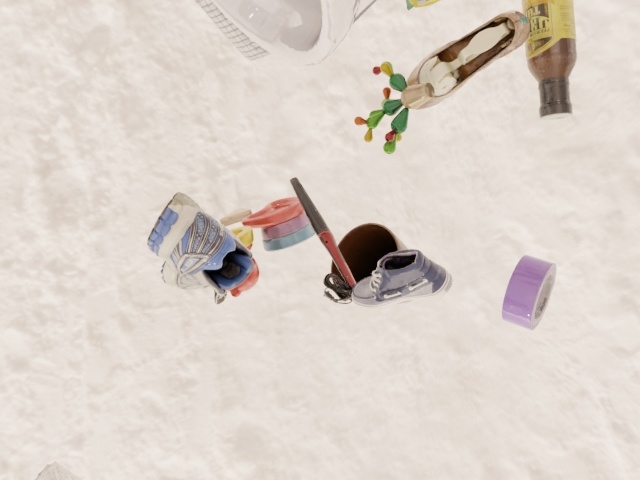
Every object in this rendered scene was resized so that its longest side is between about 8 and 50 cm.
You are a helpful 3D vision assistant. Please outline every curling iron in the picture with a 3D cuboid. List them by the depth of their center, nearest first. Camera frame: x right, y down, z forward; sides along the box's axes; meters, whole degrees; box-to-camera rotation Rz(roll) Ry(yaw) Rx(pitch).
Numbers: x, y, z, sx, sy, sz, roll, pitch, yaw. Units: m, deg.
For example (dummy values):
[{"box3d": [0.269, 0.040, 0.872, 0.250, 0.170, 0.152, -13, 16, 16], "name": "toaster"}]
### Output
[{"box3d": [0.000, 0.000, 1.306, 0.068, 0.035, 0.274, -21, 87, -13], "name": "curling iron"}]

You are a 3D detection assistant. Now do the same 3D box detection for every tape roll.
[{"box3d": [0.554, 0.138, 1.753, 0.080, 0.189, 0.189, 20, 91, 30], "name": "tape roll"}]

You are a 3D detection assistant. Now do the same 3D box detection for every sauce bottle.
[{"box3d": [0.505, -0.442, 1.451, 0.111, 0.111, 0.344, -5, 88, 11], "name": "sauce bottle"}]

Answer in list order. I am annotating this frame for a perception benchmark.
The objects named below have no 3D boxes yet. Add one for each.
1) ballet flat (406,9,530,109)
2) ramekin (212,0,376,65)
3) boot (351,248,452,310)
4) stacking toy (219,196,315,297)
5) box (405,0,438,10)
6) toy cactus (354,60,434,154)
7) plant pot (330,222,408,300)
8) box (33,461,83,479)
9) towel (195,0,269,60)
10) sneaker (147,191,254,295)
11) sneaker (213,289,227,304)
[{"box3d": [0.297, -0.389, 1.424, 0.316, 0.106, 0.107, -35, 90, 27], "name": "ballet flat"}, {"box3d": [-0.036, -0.261, 0.406, 0.135, 0.277, 0.277, -41, 80, -9], "name": "ramekin"}, {"box3d": [0.103, 0.055, 1.019, 0.190, 0.086, 0.069, -17, 45, 42], "name": "boot"}, {"box3d": [-0.176, 0.016, 1.549, 0.279, 0.309, 0.130, -4, 111, 47], "name": "stacking toy"}, {"box3d": [0.196, -0.444, 1.054, 0.179, 0.043, 0.105, -6, 100, 52], "name": "box"}, {"box3d": [0.165, -0.307, 1.451, 0.180, 0.112, 0.219, -15, 62, 48], "name": "toy cactus"}, {"box3d": [0.183, 0.090, 1.801, 0.215, 0.230, 0.215, -17, 62, 34], "name": "plant pot"}, {"box3d": [-0.421, 0.706, 1.306, 0.480, 0.472, 0.297, 39, 67, -11], "name": "box"}, {"box3d": [-0.129, -0.588, 1.583, 0.284, 0.235, 0.121, -17, 46, 29], "name": "towel"}, {"box3d": [-0.075, 0.016, 0.452, 0.058, 0.135, 0.052, 30, 79, 7], "name": "sneaker"}, {"box3d": [-0.250, 0.117, 1.630, 0.035, 0.031, 0.083, 24, 110, 36], "name": "sneaker"}]
